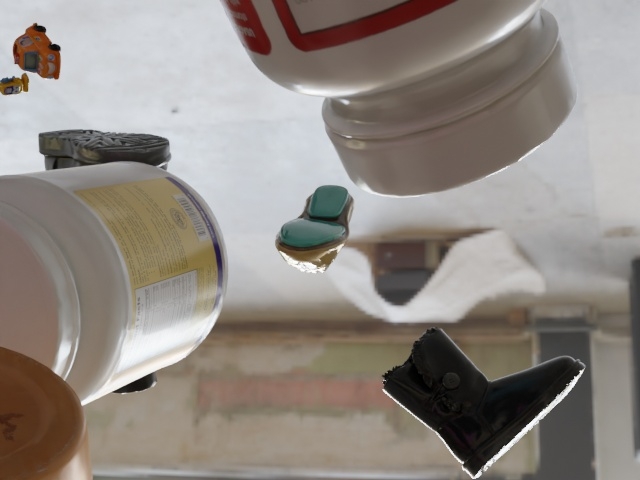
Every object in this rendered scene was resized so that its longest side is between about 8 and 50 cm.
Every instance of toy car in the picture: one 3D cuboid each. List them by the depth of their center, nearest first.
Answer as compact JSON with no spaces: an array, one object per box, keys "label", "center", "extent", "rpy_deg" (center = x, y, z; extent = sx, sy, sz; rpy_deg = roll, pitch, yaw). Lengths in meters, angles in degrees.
[{"label":"toy car","center":[-0.289,-0.160,1.144],"extent":[0.041,0.060,0.122],"rpy_deg":[-19,161,-33]}]

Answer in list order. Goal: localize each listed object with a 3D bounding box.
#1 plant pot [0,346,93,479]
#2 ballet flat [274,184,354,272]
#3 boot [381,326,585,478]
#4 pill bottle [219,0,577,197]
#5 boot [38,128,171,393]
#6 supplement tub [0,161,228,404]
[{"label":"plant pot","center":[-0.292,0.208,0.879],"extent":[0.291,0.203,0.291],"rpy_deg":[12,-157,-5]},{"label":"ballet flat","center":[0.000,0.000,1.372],"extent":[0.080,0.073,0.232],"rpy_deg":[9,-159,11]},{"label":"boot","center":[0.238,0.198,1.716],"extent":[0.246,0.207,0.094],"rpy_deg":[-40,162,-12]},{"label":"pill bottle","center":[0.019,-0.240,0.724],"extent":[0.229,0.229,0.407],"rpy_deg":[-9,123,29]},{"label":"boot","center":[-0.343,0.047,1.947],"extent":[0.146,0.445,0.367],"rpy_deg":[-8,-168,-30]},{"label":"supplement tub","center":[-0.262,0.047,1.183],"extent":[0.241,0.241,0.331],"rpy_deg":[-6,-175,21]}]
